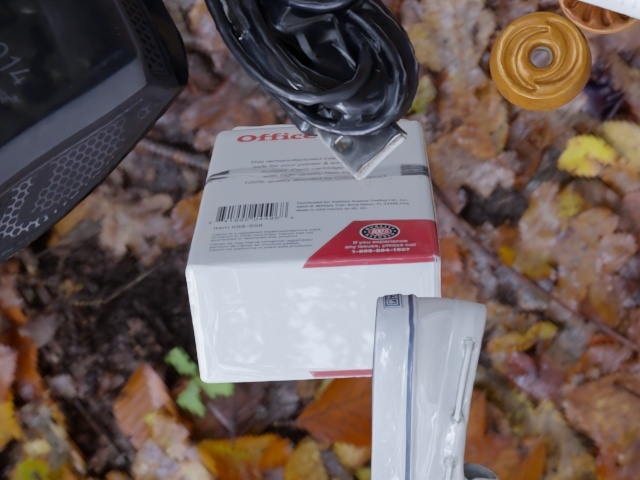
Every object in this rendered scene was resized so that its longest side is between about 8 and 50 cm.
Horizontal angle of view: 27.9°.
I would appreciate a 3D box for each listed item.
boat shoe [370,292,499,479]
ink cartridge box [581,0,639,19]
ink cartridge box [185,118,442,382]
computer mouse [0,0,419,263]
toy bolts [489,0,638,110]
[{"bbox_3d":[0.075,0.164,0.840,0.084,0.095,0.258,0,97,2],"label":"boat shoe"},{"bbox_3d":[0.168,-0.182,0.678,0.332,0.165,0.065,21,132,7],"label":"ink cartridge box"},{"bbox_3d":[0.000,0.000,1.113,0.197,0.273,0.114,-2,118,3],"label":"ink cartridge box"},{"bbox_3d":[-0.120,-0.039,0.412,0.188,0.272,0.072,51,159,13],"label":"computer mouse"},{"bbox_3d":[0.214,-0.247,1.350,0.228,0.158,0.218,29,88,10],"label":"toy bolts"}]
